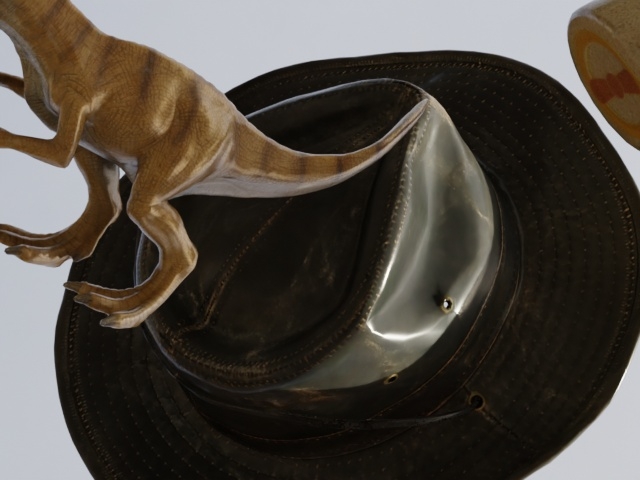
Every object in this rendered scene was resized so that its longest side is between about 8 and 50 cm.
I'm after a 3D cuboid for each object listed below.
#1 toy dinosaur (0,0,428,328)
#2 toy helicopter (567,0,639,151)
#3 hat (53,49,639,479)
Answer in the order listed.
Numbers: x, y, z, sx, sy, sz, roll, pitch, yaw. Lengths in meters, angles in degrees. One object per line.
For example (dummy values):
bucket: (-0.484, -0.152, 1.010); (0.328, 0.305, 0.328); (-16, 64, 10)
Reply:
toy dinosaur: (-0.047, -0.029, 0.529); (0.064, 0.211, 0.112); (38, -80, 51)
toy helicopter: (0.203, -0.033, 0.651); (0.140, 0.235, 0.355); (-34, -143, -8)
hat: (0.000, 0.000, 0.815); (0.331, 0.134, 0.331); (-7, -121, 11)
